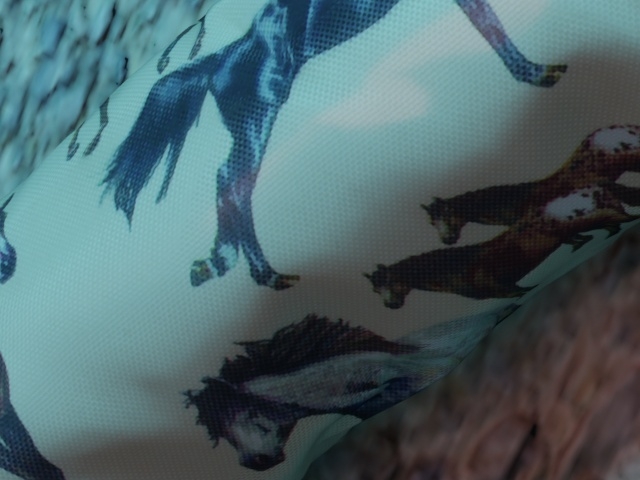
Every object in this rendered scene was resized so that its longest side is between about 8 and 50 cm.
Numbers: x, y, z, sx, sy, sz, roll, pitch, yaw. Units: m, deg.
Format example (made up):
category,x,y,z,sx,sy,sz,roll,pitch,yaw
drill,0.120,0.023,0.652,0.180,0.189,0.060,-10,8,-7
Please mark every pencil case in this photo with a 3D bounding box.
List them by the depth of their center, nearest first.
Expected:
category,x,y,z,sx,sy,sz,roll,pitch,yaw
pencil case,0.000,0.000,0.618,0.410,0.183,0.160,-40,45,20
